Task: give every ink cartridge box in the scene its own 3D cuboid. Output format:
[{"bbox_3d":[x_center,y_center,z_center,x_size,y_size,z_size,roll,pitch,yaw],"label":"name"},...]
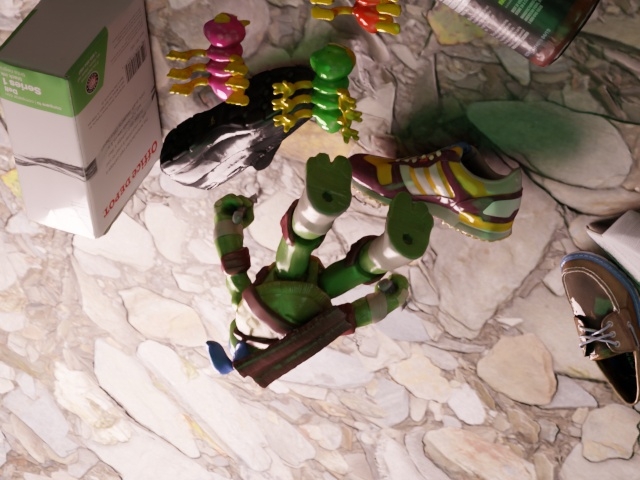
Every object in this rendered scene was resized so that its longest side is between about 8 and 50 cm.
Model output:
[{"bbox_3d":[-0.242,-0.136,1.767,0.092,0.160,0.219,15,136,17],"label":"ink cartridge box"},{"bbox_3d":[0.372,0.063,1.646,0.223,0.045,0.224,43,179,-17],"label":"ink cartridge box"}]

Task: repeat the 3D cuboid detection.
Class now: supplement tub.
[{"bbox_3d":[0.142,-0.242,1.486,0.198,0.106,0.106,34,139,-4],"label":"supplement tub"}]

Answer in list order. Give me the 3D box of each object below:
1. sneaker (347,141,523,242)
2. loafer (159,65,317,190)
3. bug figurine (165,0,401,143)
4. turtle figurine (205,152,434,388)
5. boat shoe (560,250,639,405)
[{"bbox_3d":[0.113,-0.068,1.716,0.185,0.069,0.084,20,116,17],"label":"sneaker"},{"bbox_3d":[-0.070,-0.111,1.768,0.223,0.076,0.078,-26,135,39],"label":"loafer"},{"bbox_3d":[-0.041,-0.211,1.624,0.279,0.072,0.216,16,121,21],"label":"bug figurine"},{"bbox_3d":[0.000,0.000,1.741,0.198,0.274,0.266,54,141,7],"label":"turtle figurine"},{"bbox_3d":[0.295,0.091,1.761,0.066,0.066,0.183,-15,123,39],"label":"boat shoe"}]
